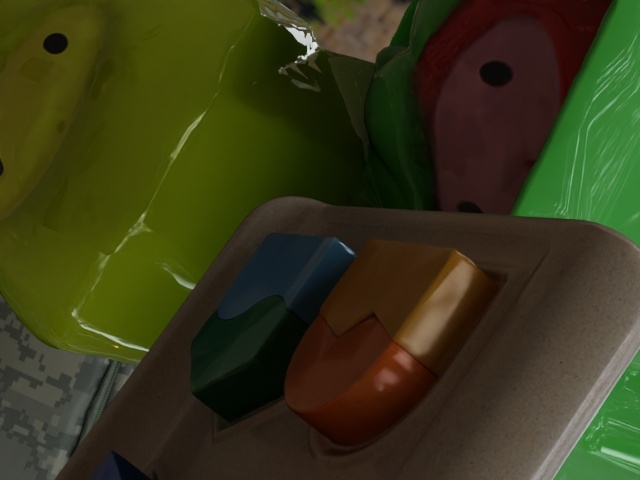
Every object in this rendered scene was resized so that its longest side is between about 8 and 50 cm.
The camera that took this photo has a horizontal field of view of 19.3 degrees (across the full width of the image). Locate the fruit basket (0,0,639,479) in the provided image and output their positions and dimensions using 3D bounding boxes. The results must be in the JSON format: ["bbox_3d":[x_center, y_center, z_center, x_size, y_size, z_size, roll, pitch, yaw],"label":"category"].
[{"bbox_3d":[0.000,0.000,0.745,0.392,0.392,0.283,-50,-165,2],"label":"fruit basket"}]

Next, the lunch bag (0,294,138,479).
[{"bbox_3d":[-0.176,0.107,1.327,0.212,0.256,0.305,-144,-105,-79],"label":"lunch bag"}]

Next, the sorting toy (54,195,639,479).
[{"bbox_3d":[-0.022,0.065,0.527,0.193,0.038,0.208,-54,-156,-12],"label":"sorting toy"}]
